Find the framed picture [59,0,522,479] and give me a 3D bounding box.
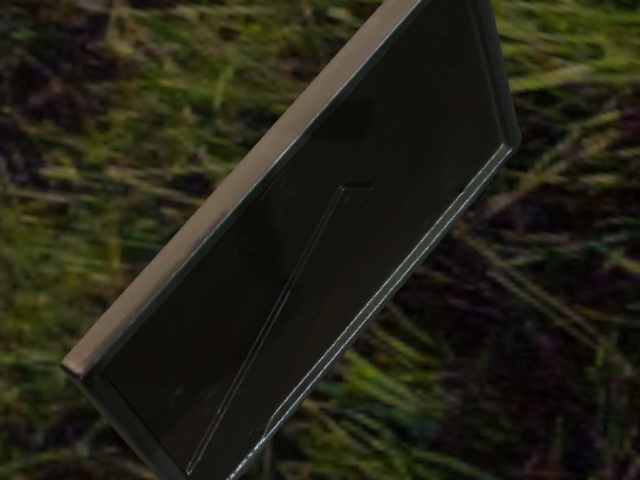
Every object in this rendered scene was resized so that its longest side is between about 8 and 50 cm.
[{"bbox_3d":[0.000,0.000,0.946,0.016,0.213,0.289,35,76,26],"label":"framed picture"}]
